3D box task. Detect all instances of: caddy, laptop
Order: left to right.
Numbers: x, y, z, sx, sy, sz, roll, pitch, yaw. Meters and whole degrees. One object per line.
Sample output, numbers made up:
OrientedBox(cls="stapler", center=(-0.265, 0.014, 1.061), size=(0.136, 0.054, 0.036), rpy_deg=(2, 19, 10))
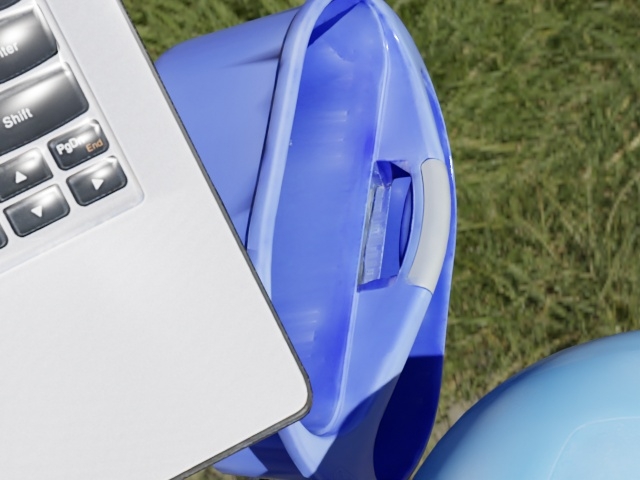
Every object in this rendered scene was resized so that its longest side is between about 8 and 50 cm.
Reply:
OrientedBox(cls="laptop", center=(-0.233, -0.013, 0.301), size=(0.382, 0.408, 0.236), rpy_deg=(-27, 13, -6))
OrientedBox(cls="caddy", center=(0.000, 0.000, 0.785), size=(0.179, 0.241, 0.341), rpy_deg=(-7, 59, 28))

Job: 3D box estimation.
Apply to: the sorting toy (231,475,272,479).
OrientedBox(cls="sorting toy", center=(-0.071, 0.279, 1.376), size=(0.046, 0.132, 0.275), rpy_deg=(9, 66, -10))

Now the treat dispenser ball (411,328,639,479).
OrientedBox(cls="treat dispenser ball", center=(0.162, 0.181, 0.522), size=(0.288, 0.288, 0.288), rpy_deg=(-7, 53, 9))
